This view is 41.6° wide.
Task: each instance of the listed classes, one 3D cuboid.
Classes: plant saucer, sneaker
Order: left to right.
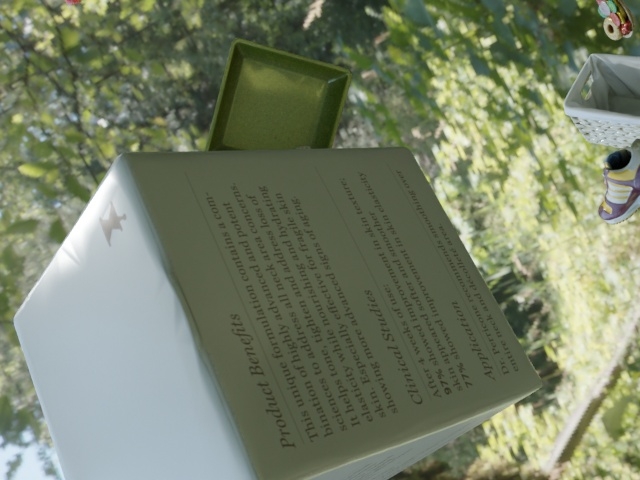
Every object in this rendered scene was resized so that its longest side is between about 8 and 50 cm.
[{"bbox_3d":[-0.067,-0.195,1.288,0.045,0.188,0.188,-125,50,-71],"label":"plant saucer"},{"bbox_3d":[0.422,-0.086,1.162,0.084,0.069,0.185,38,159,3],"label":"sneaker"}]

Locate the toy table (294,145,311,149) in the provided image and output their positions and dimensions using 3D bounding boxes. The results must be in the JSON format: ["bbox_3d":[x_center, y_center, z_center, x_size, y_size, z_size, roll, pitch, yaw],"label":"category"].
[{"bbox_3d":[0.000,0.000,1.272,0.252,0.274,0.160,79,-165,-47],"label":"toy table"}]

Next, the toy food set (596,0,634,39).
[{"bbox_3d":[0.474,-0.361,1.355,0.082,0.020,0.083,58,180,-15],"label":"toy food set"}]

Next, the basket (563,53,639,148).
[{"bbox_3d":[0.482,-0.209,1.296,0.167,0.113,0.103,19,163,43],"label":"basket"}]

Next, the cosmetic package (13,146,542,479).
[{"bbox_3d":[-0.055,0.120,0.912,0.394,0.327,0.329,-6,-117,-42],"label":"cosmetic package"}]

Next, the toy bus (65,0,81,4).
[{"bbox_3d":[-0.405,-0.436,1.193,0.149,0.220,0.211,-35,-65,-47],"label":"toy bus"}]
